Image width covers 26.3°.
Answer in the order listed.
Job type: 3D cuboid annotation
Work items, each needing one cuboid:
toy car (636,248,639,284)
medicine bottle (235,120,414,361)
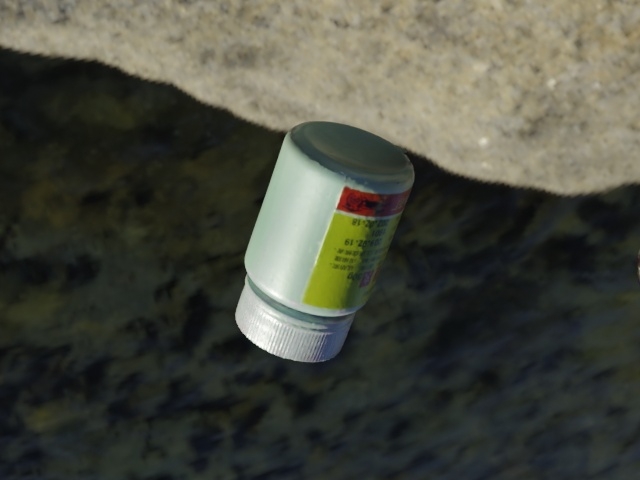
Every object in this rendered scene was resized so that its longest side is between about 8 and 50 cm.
[{"bbox_3d":[0.431,-0.033,1.270,0.212,0.270,0.180,5,178,-42],"label":"toy car"},{"bbox_3d":[0.000,0.000,1.411,0.139,0.139,0.225,2,121,-33],"label":"medicine bottle"}]
